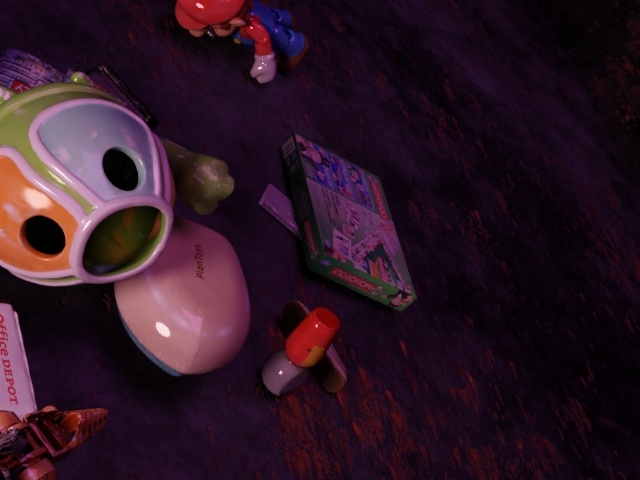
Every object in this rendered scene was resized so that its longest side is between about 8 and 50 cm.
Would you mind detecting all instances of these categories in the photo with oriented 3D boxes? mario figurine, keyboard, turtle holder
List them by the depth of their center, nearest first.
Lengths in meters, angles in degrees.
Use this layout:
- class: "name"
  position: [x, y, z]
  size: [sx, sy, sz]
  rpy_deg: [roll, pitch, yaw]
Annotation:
- class: "turtle holder"
  position: [-0.280, -0.050, 1.323]
  size: [0.227, 0.243, 0.320]
  rpy_deg: [37, 6, 32]
- class: "keyboard"
  position: [0.000, 0.000, 1.849]
  size: [0.256, 0.014, 0.072]
  rpy_deg: [40, 26, -11]
- class: "mario figurine"
  position: [-0.171, -0.410, 2.047]
  size: [0.198, 0.170, 0.321]
  rpy_deg: [22, 4, 34]

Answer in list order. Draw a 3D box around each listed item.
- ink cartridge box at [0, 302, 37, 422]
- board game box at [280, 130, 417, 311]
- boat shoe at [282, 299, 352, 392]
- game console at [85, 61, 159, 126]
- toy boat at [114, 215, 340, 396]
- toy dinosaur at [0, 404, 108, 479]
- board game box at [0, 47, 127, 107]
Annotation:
- class: "ink cartridge box"
  position: [-0.414, 0.135, 1.107]
  size: [0.208, 0.087, 0.153]
  rpy_deg: [13, 44, -42]
- class: "board game box"
  position: [0.046, -0.037, 1.896]
  size: [0.214, 0.046, 0.317]
  rpy_deg: [27, 33, -33]
- class: "boat shoe"
  position: [-0.005, 0.157, 1.623]
  size: [0.152, 0.056, 0.049]
  rpy_deg: [61, 28, 6]
- class: "game console"
  position: [-0.325, -0.212, 1.693]
  size: [0.122, 0.071, 0.107]
  rpy_deg: [48, 1, 2]
- class: "toy boat"
  position: [-0.136, 0.111, 1.449]
  size: [0.318, 0.148, 0.267]
  rpy_deg: [24, 32, -20]
- class: "toy dinosaur"
  position: [-0.310, 0.233, 0.995]
  size: [0.322, 0.218, 0.164]
  rpy_deg: [6, 49, -47]
- class: "board game box"
  position: [-0.385, -0.170, 1.519]
  size: [0.194, 0.060, 0.194]
  rpy_deg: [30, 36, -23]
